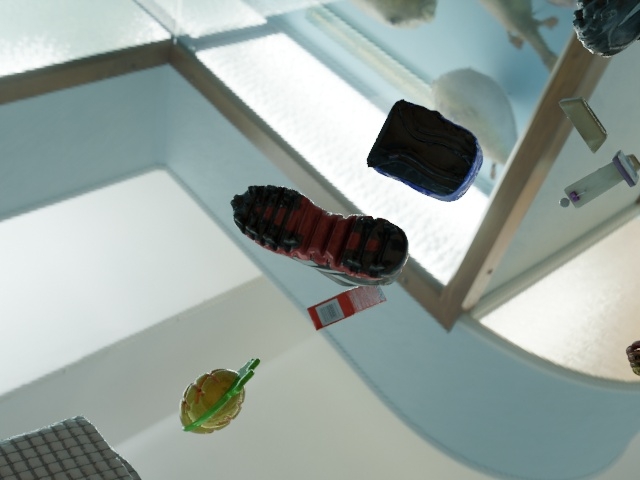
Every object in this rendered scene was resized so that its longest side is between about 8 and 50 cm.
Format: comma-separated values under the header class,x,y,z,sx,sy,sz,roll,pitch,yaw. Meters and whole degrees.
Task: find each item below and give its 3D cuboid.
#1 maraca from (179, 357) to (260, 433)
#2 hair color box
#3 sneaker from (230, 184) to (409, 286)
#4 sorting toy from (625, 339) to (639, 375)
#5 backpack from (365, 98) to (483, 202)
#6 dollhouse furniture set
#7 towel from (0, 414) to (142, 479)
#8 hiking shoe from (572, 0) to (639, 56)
class,x,y,z,sx,sy,sz,roll,pitch,yaw
maraca,-0.175,0.270,1.331,0.099,0.186,0.127,45,-159,-12
hair color box,0.055,0.129,1.534,0.167,0.093,0.053,-8,-106,-63
sneaker,0.000,0.001,1.095,0.276,0.135,0.097,18,-106,19
sorting toy,0.436,0.170,0.974,0.102,0.061,0.042,27,-121,12
backpack,0.135,-0.103,0.916,0.120,0.098,0.101,27,-174,23
dollhouse furniture set,0.278,-0.095,0.824,0.114,0.081,0.091,56,-148,0
towel,-0.302,0.338,0.840,0.235,0.121,0.284,-8,-147,-45
hiking shoe,0.365,-0.242,0.665,0.304,0.132,0.113,-38,-162,-3
